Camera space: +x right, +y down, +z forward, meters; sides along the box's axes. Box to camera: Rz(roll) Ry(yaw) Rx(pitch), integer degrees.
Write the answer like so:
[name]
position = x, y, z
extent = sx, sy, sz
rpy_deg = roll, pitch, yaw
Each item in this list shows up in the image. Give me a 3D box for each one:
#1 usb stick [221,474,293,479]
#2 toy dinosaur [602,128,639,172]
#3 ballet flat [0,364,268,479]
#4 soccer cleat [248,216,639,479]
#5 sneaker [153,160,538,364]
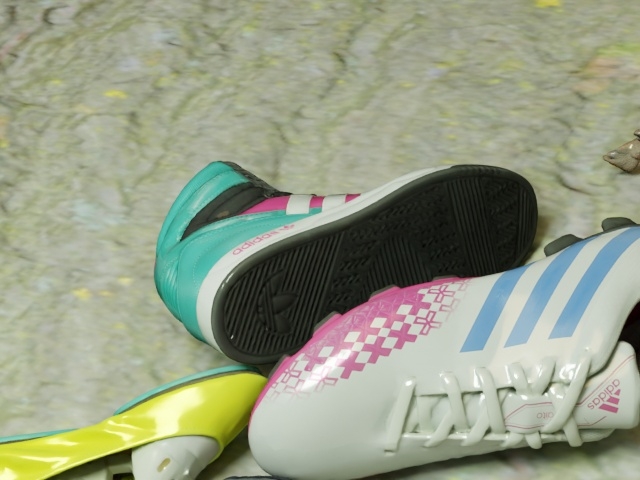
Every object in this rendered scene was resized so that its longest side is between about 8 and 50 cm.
[usb stick]
position = -0.075, 0.247, 0.979
extent = 0.077, 0.045, 0.278
rpy_deg = 2, 40, 20
[toy dinosaur]
position = 0.310, -0.133, 1.219
extent = 0.127, 0.295, 0.200
rpy_deg = 25, 88, 7
[ballet flat]
position = -0.137, 0.151, 1.108
extent = 0.231, 0.077, 0.077
rpy_deg = -16, 59, 0
[soccer cleat]
position = 0.118, 0.084, 1.075
extent = 0.331, 0.116, 0.143
rpy_deg = -23, 38, -14
[sneaker]
position = 0.000, 0.000, 1.220
extent = 0.295, 0.124, 0.178
rpy_deg = -16, 23, -33
